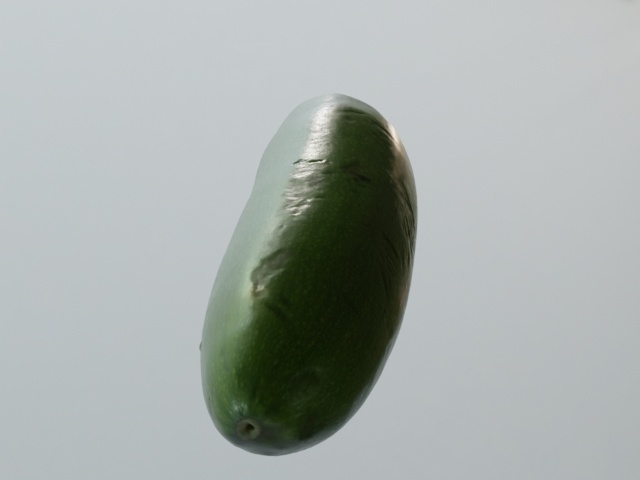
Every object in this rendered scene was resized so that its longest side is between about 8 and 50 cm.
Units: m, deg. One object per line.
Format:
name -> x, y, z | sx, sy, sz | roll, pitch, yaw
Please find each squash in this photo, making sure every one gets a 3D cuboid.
squash -> 0.002, 0.000, 0.701 | 0.082, 0.082, 0.292 | 49, -158, -16
